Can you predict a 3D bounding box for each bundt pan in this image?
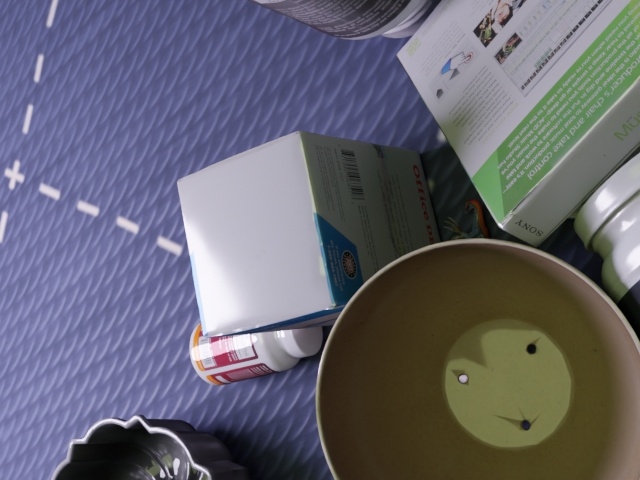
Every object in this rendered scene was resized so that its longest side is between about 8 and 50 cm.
[{"bbox_3d":[-0.193,0.378,1.113,0.331,0.124,0.330,-2,86,34],"label":"bundt pan"}]

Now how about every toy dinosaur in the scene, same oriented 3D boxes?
[{"bbox_3d":[0.170,0.000,0.949,0.090,0.047,0.082,17,89,0],"label":"toy dinosaur"}]

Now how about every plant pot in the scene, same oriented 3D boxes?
[{"bbox_3d":[0.160,0.144,0.826,0.284,0.191,0.284,-1,86,19],"label":"plant pot"}]

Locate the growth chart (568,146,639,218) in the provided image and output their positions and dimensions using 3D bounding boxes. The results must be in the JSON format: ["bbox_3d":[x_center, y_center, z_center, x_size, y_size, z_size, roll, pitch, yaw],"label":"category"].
[{"bbox_3d":[0.271,-0.131,0.884,0.172,0.021,0.237,14,96,34],"label":"growth chart"}]

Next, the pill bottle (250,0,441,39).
[{"bbox_3d":[0.009,-0.302,0.887,0.176,0.319,0.176,-2,86,34],"label":"pill bottle"}]

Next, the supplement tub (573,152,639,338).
[{"bbox_3d":[0.355,0.047,0.718,0.191,0.191,0.272,-43,66,25],"label":"supplement tub"}]

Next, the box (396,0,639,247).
[{"bbox_3d":[0.201,-0.177,0.822,0.232,0.059,0.322,-49,32,24],"label":"box"}]

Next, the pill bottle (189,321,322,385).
[{"bbox_3d":[-0.076,0.121,1.068,0.152,0.086,0.086,-17,79,32],"label":"pill bottle"}]

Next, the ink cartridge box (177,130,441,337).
[{"bbox_3d":[0.000,0.000,0.933,0.168,0.233,0.171,-18,79,34],"label":"ink cartridge box"}]
